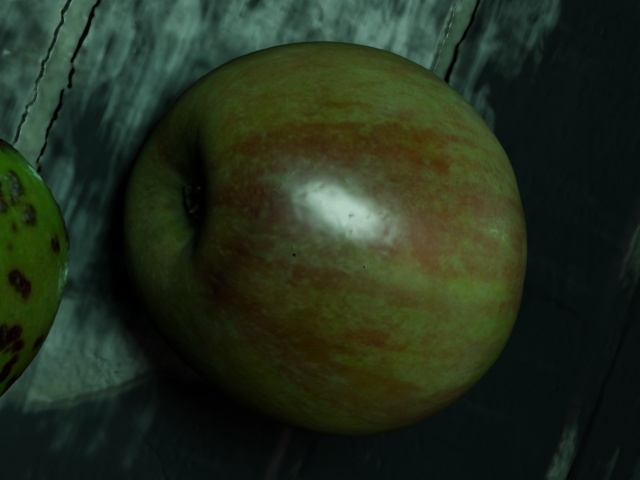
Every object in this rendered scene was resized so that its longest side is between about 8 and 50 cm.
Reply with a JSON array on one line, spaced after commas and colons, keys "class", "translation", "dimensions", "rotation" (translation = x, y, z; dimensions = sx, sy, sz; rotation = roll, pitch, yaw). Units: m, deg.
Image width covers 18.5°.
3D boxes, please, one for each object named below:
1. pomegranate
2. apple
[{"class": "pomegranate", "translation": [-0.254, -0.004, 1.076], "dimensions": [0.211, 0.211, 0.263], "rotation": [-29, 102, -34]}, {"class": "apple", "translation": [0.000, 0.000, 1.275], "dimensions": [0.234, 0.257, 0.257], "rotation": [8, 98, -40]}]
